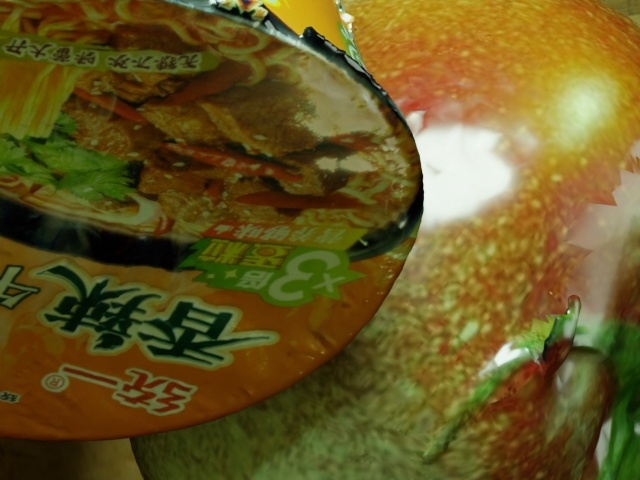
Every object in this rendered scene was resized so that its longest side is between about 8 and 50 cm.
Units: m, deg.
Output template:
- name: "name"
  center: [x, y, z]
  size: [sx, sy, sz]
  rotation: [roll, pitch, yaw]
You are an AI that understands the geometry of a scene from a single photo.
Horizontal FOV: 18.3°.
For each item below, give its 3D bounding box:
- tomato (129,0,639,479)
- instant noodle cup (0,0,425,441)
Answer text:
- name: "tomato"
  center: [0.049, 0.035, 0.894]
  size: [0.303, 0.239, 0.304]
  rotation: [-37, 136, -46]
- name: "instant noodle cup"
  center: [-0.086, -0.064, 0.717]
  size: [0.230, 0.230, 0.182]
  rotation: [73, 7, -48]
